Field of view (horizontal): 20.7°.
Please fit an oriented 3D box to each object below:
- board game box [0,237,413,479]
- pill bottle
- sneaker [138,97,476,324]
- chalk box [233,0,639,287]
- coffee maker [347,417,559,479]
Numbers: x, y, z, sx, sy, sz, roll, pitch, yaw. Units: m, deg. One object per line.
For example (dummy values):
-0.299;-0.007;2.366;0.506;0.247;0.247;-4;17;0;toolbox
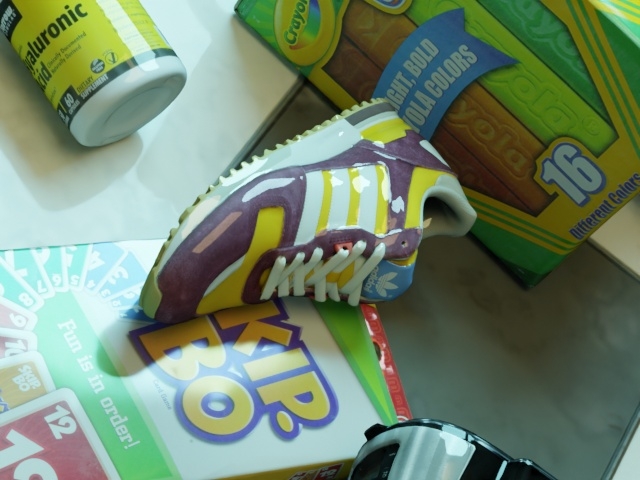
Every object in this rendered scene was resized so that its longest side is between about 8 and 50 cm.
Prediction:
-0.073;0.059;0.807;0.259;0.039;0.124;-3;64;-32;board game box
-0.122;-0.109;0.861;0.065;0.065;0.116;-27;76;-36;pill bottle
0.000;0.000;0.815;0.084;0.069;0.185;45;51;12;sneaker
0.090;-0.158;0.928;0.289;0.180;0.179;42;51;2;chalk box
0.054;0.193;0.756;0.171;0.120;0.178;54;48;-27;coffee maker
